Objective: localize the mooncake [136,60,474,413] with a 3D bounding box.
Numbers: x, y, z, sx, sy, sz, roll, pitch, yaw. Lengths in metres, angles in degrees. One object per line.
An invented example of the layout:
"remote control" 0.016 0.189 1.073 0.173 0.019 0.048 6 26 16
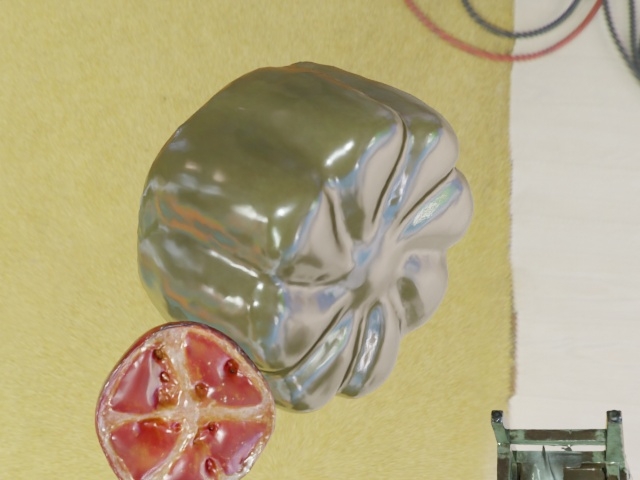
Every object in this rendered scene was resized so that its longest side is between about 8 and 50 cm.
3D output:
"mooncake" 0.000 0.000 1.153 0.201 0.378 0.378 25 75 40

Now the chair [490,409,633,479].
"chair" 0.273 0.299 1.169 0.147 0.270 0.136 -5 56 17

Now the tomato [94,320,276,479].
"tomato" -0.122 0.149 0.908 0.156 0.069 0.155 1 88 -22
